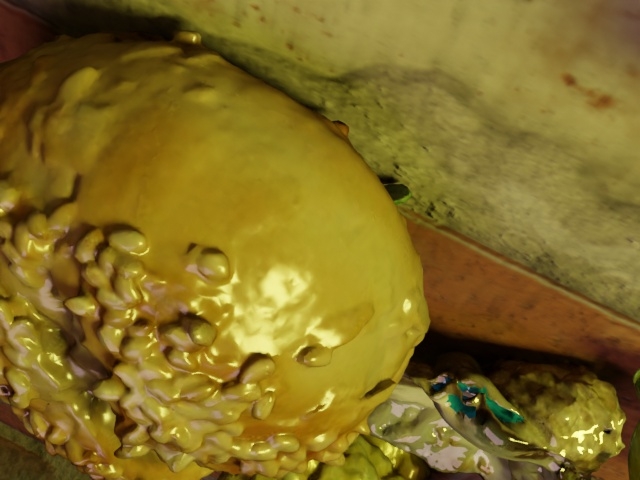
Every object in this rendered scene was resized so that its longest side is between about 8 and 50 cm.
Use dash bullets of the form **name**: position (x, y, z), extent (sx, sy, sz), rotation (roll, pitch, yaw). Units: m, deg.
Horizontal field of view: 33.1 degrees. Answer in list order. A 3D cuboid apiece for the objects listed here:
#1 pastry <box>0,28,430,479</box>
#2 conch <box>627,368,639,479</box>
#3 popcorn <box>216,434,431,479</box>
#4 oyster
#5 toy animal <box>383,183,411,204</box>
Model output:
- **pastry**: position (-0.106, 0.030, 0.614), extent (0.316, 0.184, 0.284), rotation (5, 132, 35)
- **conch**: position (0.248, 0.150, 0.698), extent (0.095, 0.079, 0.201), rotation (0, 141, 14)
- **popcorn**: position (0.018, 0.272, 1.078), extent (0.206, 0.251, 0.237), rotation (-27, 90, 37)
- **oyster**: position (0.104, 0.128, 0.793), extent (0.223, 0.083, 0.214), rotation (27, 155, 16)
- **toy animal**: position (-0.015, -0.009, 0.689), extent (0.075, 0.041, 0.217), rotation (33, 153, -6)
